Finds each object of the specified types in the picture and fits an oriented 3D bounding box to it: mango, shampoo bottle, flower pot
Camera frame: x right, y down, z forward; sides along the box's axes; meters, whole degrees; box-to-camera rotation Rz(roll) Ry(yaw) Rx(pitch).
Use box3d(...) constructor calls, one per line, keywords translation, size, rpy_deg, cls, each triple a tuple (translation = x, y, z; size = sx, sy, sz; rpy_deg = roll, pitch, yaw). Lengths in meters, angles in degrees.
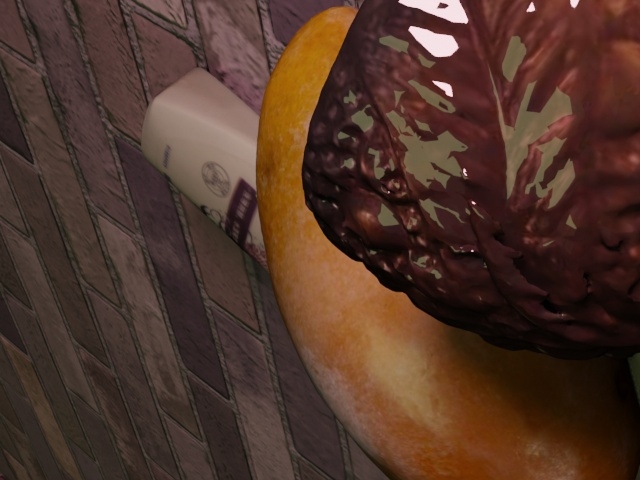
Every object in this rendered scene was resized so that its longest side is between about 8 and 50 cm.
box3d(translation=(0.073, 0.031, 0.889), size=(0.384, 0.199, 0.221), rpy_deg=(62, 180, -7), cls="mango")
box3d(translation=(0.000, 0.000, 1.102), size=(0.359, 0.078, 0.134), rpy_deg=(42, 151, 18), cls="shampoo bottle")
box3d(translation=(0.172, -0.033, 0.572), size=(0.267, 0.266, 0.266), rpy_deg=(39, 152, 16), cls="flower pot")

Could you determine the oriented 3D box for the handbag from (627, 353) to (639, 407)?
box3d(translation=(0.265, 0.050, 0.743), size=(0.256, 0.079, 0.219), rpy_deg=(4, 123, 55), cls="handbag")
